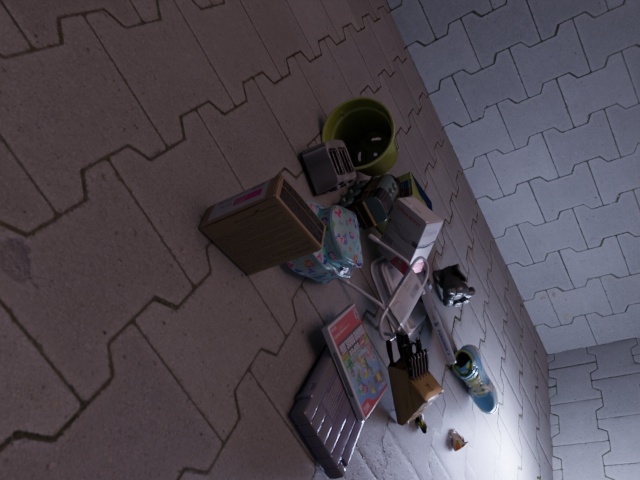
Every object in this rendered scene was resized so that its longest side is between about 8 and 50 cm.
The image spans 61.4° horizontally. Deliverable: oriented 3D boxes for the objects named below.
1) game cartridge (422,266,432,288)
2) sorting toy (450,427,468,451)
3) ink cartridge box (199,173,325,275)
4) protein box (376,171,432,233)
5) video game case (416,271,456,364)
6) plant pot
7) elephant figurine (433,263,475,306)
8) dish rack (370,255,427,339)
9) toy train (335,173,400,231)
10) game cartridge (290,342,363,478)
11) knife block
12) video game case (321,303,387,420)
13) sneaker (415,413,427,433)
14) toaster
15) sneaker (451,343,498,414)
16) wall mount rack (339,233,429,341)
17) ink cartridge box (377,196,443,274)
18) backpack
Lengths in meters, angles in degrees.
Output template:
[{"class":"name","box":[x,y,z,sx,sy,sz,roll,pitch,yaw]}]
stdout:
[{"class":"game cartridge","box":[0.431,0.153,2.183,0.056,0.017,0.083,56,15,-62]},{"class":"sorting toy","box":[0.550,0.795,2.168,0.083,0.045,0.075,4,50,-59]},{"class":"ink cartridge box","box":[-0.136,-0.031,1.299,0.193,0.235,0.088,51,34,-33]},{"class":"protein box","box":[0.316,-0.131,2.154,0.200,0.201,0.136,47,33,-37]},{"class":"video game case","box":[0.459,0.289,2.191,0.329,0.036,0.300,-88,155,-64]},{"class":"plant pot","box":[0.176,-0.362,2.044,0.254,0.276,0.276,27,49,-66]},{"class":"elephant figurine","box":[0.616,0.185,2.562,0.170,0.186,0.239,-2,55,-15]},{"class":"dish rack","box":[0.318,0.208,2.095,0.285,0.072,0.332,-23,92,-60]},{"class":"toy train","box":[0.182,-0.142,1.950,0.142,0.190,0.334,62,30,-15]},{"class":"game cartridge","box":[0.045,0.440,1.501,0.230,0.068,0.355,58,31,-12]},{"class":"knife block","box":[0.278,0.445,1.785,0.088,0.275,0.242,-17,56,-33]},{"class":"video game case","box":[0.105,0.349,1.578,0.204,0.025,0.285,-28,98,-61]},{"class":"sneaker","box":[0.356,0.653,1.931,0.035,0.031,0.083,-11,78,-47]},{"class":"toaster","box":[0.026,-0.255,1.839,0.168,0.110,0.185,-23,93,-62]},{"class":"sneaker","box":[0.674,0.623,2.392,0.208,0.127,0.319,14,51,-59]},{"class":"wall mount rack","box":[0.228,0.158,1.854,0.350,0.130,0.304,-54,126,-30]},{"class":"ink cartridge box","box":[0.328,-0.019,1.994,0.100,0.237,0.172,-9,41,-36]},{"class":"backpack","box":[0.000,0.000,1.575,0.254,0.191,0.225,20,57,-48]}]
